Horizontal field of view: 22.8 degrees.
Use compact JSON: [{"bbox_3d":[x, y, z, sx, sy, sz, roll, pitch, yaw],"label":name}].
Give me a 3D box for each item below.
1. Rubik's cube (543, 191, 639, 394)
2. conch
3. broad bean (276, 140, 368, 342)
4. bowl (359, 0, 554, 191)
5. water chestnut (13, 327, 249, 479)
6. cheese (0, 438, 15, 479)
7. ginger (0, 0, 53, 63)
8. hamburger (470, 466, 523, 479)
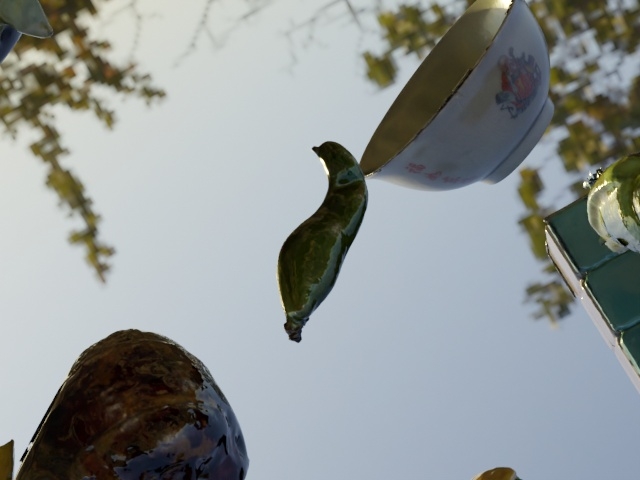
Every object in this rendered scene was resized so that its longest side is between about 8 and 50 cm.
[{"bbox_3d":[0.402,0.033,1.762,0.231,0.225,0.221,-30,168,4],"label":"Rubik's cube"},{"bbox_3d":[0.266,-0.028,1.257,0.079,0.095,0.200,-44,-167,-21],"label":"conch"},{"bbox_3d":[0.000,0.000,1.498,0.048,0.070,0.214,-43,-153,54],"label":"broad bean"},{"bbox_3d":[0.211,-0.175,2.139,0.345,0.157,0.345,-50,-169,13],"label":"bowl"},{"bbox_3d":[-0.201,0.248,1.795,0.289,0.244,0.289,25,90,-90],"label":"water chestnut"},{"bbox_3d":[-0.401,0.319,1.923,0.171,0.126,0.093,-48,-146,41],"label":"cheese"},{"bbox_3d":[-0.426,-0.327,1.601,0.358,0.413,0.211,11,176,-19],"label":"ginger"},{"bbox_3d":[0.233,0.389,2.191,0.162,0.115,0.162,-46,176,-4],"label":"hamburger"}]
